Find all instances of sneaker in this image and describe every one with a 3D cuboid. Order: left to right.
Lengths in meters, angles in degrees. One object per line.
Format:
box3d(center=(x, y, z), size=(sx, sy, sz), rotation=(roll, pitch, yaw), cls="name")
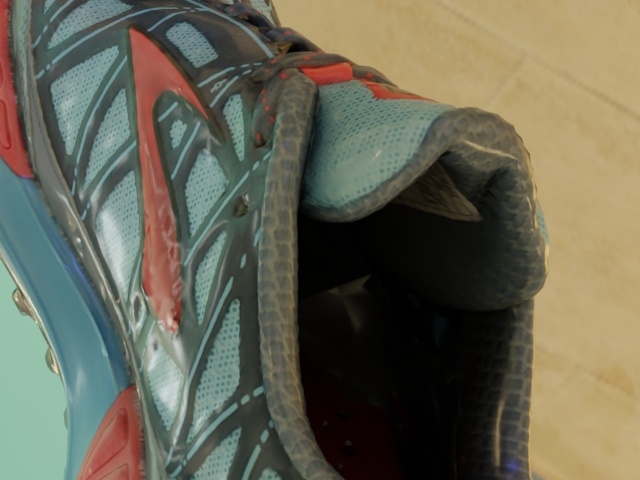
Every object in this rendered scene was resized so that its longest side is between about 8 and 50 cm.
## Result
box3d(center=(0.000, 0.000, 0.381), size=(0.104, 0.261, 0.125), rotation=(13, 137, -40), cls="sneaker")
